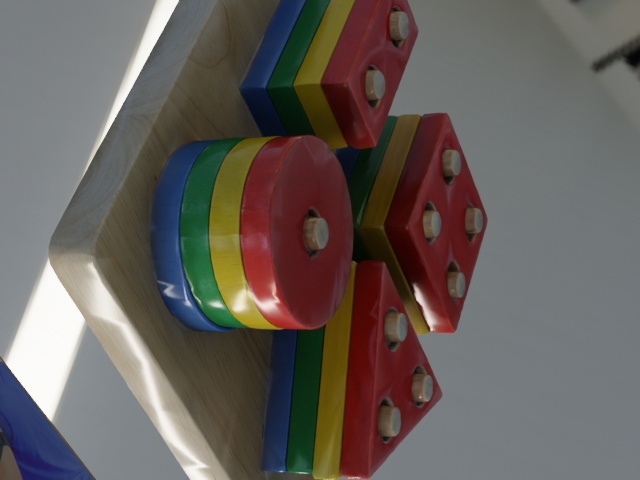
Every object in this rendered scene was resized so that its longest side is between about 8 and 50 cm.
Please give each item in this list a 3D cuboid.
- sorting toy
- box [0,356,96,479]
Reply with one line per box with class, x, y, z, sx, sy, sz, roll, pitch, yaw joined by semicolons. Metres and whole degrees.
sorting toy;0.000;0.000;0.772;0.089;0.257;0.255;-1;-133;26
box;-0.109;0.024;0.285;0.136;0.028;0.081;53;-139;2
